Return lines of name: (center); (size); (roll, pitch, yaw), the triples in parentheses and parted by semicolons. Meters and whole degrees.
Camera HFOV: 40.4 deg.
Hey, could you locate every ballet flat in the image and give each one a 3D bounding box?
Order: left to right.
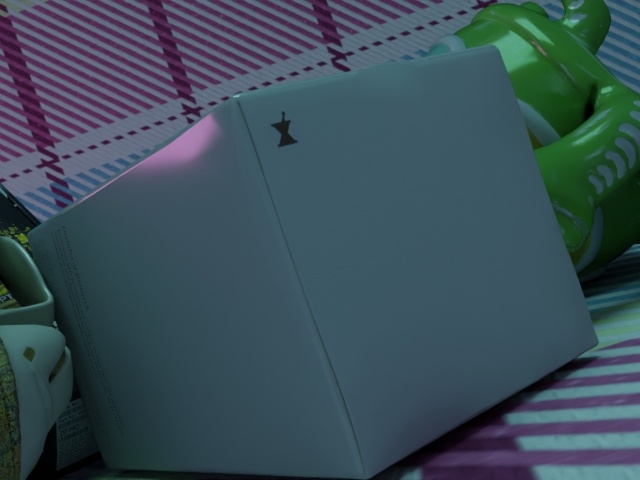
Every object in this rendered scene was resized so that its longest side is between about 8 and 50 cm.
ballet flat: (-0.206, 0.063, 0.507); (0.123, 0.123, 0.348); (-19, 35, -20)

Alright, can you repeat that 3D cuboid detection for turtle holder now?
turtle holder: (0.163, -0.047, 0.709); (0.227, 0.243, 0.320); (-34, 37, 2)

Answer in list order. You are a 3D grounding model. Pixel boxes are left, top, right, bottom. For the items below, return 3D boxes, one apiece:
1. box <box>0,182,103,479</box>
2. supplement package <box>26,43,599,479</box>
box: (-0.358, 0.090, 0.620); (0.395, 0.097, 0.318); (-20, 42, -39)
supplement package: (-0.025, 0.026, 0.521); (0.177, 0.175, 0.293); (-18, -1, -36)
